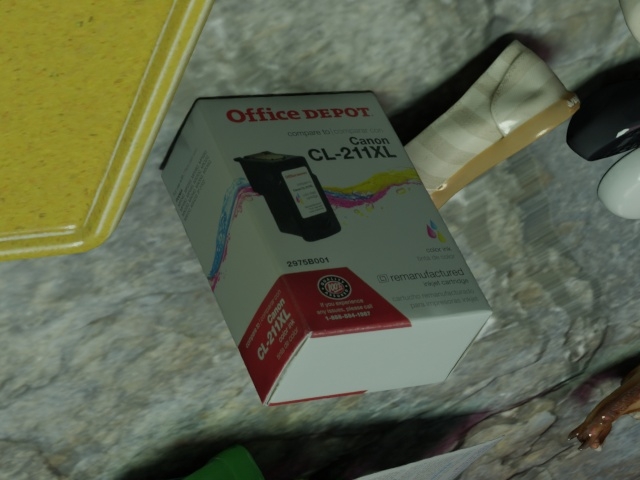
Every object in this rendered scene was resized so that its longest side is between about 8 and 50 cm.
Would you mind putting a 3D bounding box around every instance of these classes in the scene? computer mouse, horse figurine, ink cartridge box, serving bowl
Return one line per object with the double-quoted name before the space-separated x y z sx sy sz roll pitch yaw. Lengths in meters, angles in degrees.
"computer mouse" 0.266 -0.107 1.223 0.242 0.041 0.071 -18 167 -26
"horse figurine" 0.351 0.112 1.619 0.263 0.066 0.174 -30 157 15
"ink cartridge box" 0.000 0.000 1.051 0.127 0.175 0.072 -6 144 -31
"serving bowl" 0.246 -0.041 1.320 0.083 0.027 0.083 -18 150 -10

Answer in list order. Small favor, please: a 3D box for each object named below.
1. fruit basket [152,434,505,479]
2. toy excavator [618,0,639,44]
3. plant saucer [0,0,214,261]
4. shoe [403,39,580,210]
"fruit basket" -0.051 0.271 1.532 0.353 0.165 0.327 -16 155 -47
"toy excavator" 0.229 -0.195 0.913 0.432 0.222 0.445 -1 157 -36
"plant saucer" -0.187 -0.081 0.797 0.332 0.081 0.333 -7 148 -29
"shoe" 0.065 -0.048 1.153 0.219 0.058 0.076 -36 -173 27
